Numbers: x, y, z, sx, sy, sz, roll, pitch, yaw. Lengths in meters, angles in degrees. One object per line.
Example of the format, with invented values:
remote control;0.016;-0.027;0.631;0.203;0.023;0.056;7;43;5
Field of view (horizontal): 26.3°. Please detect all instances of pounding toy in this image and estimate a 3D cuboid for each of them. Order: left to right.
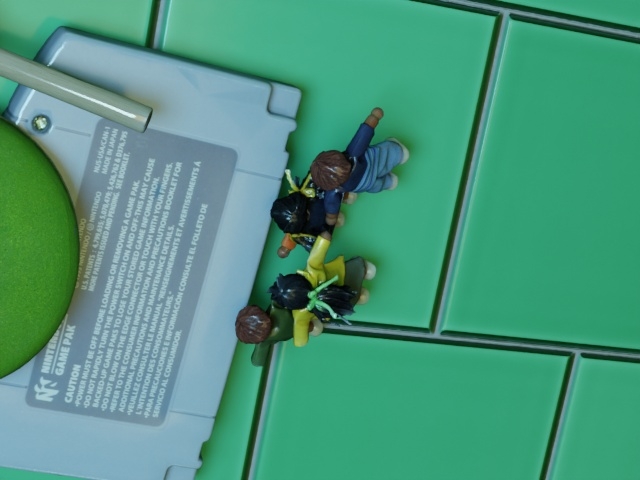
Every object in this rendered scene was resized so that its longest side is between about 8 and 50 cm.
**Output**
pounding toy;-0.234;-0.015;0.810;0.183;0.110;0.236;29;99;6

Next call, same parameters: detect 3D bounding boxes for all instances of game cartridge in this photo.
game cartridge;-0.143;0.016;0.923;0.198;0.062;0.297;14;100;-17

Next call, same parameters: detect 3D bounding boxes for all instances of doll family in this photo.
doll family;0.000;0.000;0.925;0.111;0.076;0.193;-5;108;-61
